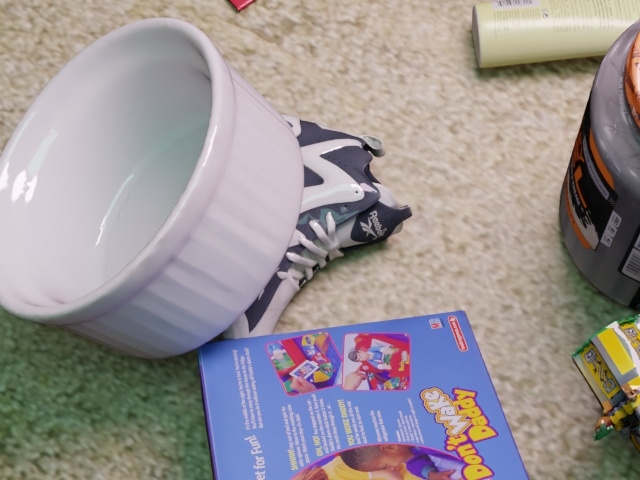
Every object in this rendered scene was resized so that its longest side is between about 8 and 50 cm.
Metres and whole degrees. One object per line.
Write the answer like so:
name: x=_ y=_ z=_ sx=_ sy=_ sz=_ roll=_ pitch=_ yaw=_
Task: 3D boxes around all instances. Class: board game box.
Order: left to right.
board game box: x=0.037 y=0.199 z=1.176 sx=0.233 sy=0.078 sz=0.347 roll=-7 pitch=35 yaw=-6

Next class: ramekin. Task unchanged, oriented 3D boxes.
ramekin: x=-0.145 y=-0.035 z=1.282 sx=0.277 sy=0.135 sz=0.277 roll=-23 pitch=51 yaw=31

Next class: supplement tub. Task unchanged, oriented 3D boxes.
supplement tub: x=0.304 y=-0.070 z=1.243 sx=0.193 sy=0.316 sz=0.193 roll=-1 pitch=70 yaw=1

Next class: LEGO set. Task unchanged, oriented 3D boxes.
LEGO set: x=0.372 y=0.121 z=1.209 sx=0.331 sy=0.255 sz=0.192 roll=-27 pitch=67 yaw=-6

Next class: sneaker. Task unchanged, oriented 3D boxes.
sneaker: x=0.000 y=0.000 z=1.345 sx=0.153 sy=0.094 sz=0.235 roll=4 pitch=60 yaw=12

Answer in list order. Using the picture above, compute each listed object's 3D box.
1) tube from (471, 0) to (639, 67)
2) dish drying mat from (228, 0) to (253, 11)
tube: x=0.263 y=-0.201 z=1.421 sx=0.240 sy=0.062 sz=0.070 roll=-7 pitch=88 yaw=2
dish drying mat: x=-0.056 y=-0.256 z=1.483 sx=0.083 sy=0.008 sz=0.032 roll=-38 pitch=73 yaw=-10
